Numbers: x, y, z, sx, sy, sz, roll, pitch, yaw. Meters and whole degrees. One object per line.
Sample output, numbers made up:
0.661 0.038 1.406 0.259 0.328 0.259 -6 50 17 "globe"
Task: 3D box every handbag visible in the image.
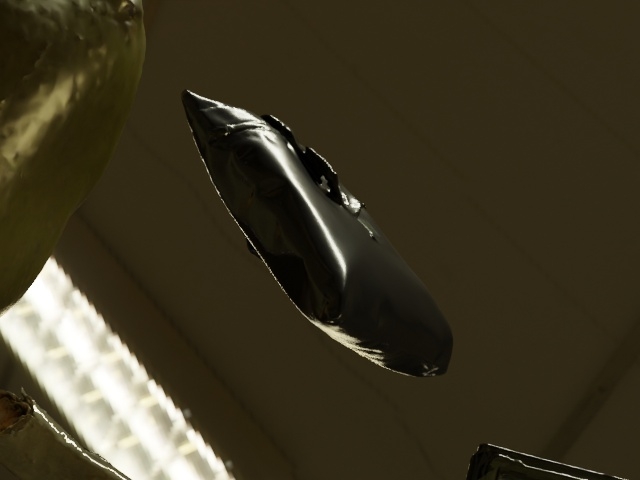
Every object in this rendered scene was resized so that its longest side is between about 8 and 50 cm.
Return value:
0.000 0.000 1.084 0.089 0.254 0.211 -38 -114 9 "handbag"

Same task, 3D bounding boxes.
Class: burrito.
-0.196 0.204 1.203 0.226 0.060 0.087 42 -14 -7 "burrito"

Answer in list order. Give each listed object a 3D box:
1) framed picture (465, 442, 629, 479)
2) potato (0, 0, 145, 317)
0.136 0.234 0.633 0.197 0.014 0.252 14 -101 -1 "framed picture"
-0.232 -0.029 0.623 0.218 0.351 0.202 55 -14 -7 "potato"
